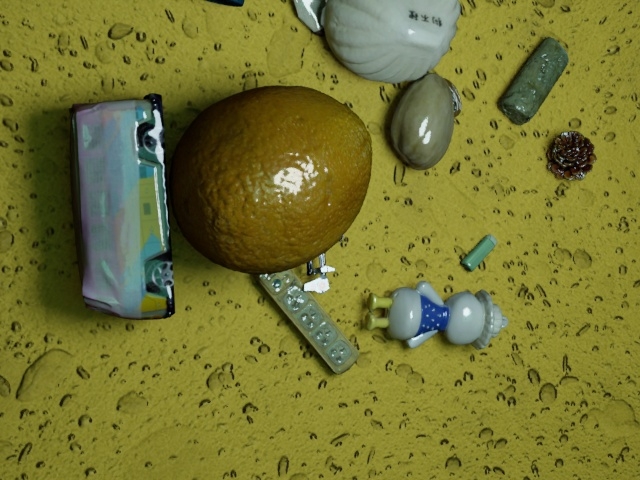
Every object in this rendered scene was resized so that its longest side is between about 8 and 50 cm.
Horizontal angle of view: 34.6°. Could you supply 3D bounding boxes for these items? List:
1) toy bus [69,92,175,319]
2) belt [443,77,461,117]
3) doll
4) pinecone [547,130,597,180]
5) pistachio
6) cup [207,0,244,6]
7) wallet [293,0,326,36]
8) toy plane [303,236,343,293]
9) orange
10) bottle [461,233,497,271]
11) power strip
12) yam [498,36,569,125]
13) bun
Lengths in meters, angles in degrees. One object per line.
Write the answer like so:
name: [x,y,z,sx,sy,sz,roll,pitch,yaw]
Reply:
toy bus: [-0.337,-0.051,1.743,0.162,0.171,0.386,-4,96,-10]
belt: [0.239,-0.275,1.998,0.059,0.036,0.083,-31,103,-14]
doll: [0.229,0.147,1.996,0.293,0.119,0.138,5,101,-15]
pinecone: [0.502,-0.175,2.073,0.102,0.102,0.109,-53,139,-9]
pistachio: [0.195,-0.225,1.942,0.126,0.108,0.186,6,99,-13]
cup: [-0.154,-0.490,1.793,0.176,0.131,0.155,11,96,-32]
wallet: [0.065,-0.555,1.893,0.335,0.068,0.275,-35,107,-13]
toy plane: [0.001,0.001,1.918,0.078,0.053,0.197,-1,86,-17]
orange: [-0.076,-0.110,1.745,0.357,0.322,0.322,-29,104,-30]
bottle: [0.318,0.025,2.056,0.083,0.030,0.030,-46,108,-12]
power strip: [-0.029,0.137,1.930,0.064,0.044,0.305,-42,107,-11]
yam: [0.427,-0.315,2.045,0.078,0.078,0.179,40,77,-19]
bun: [0.151,-0.392,1.847,0.263,0.175,0.263,-12,121,-20]
